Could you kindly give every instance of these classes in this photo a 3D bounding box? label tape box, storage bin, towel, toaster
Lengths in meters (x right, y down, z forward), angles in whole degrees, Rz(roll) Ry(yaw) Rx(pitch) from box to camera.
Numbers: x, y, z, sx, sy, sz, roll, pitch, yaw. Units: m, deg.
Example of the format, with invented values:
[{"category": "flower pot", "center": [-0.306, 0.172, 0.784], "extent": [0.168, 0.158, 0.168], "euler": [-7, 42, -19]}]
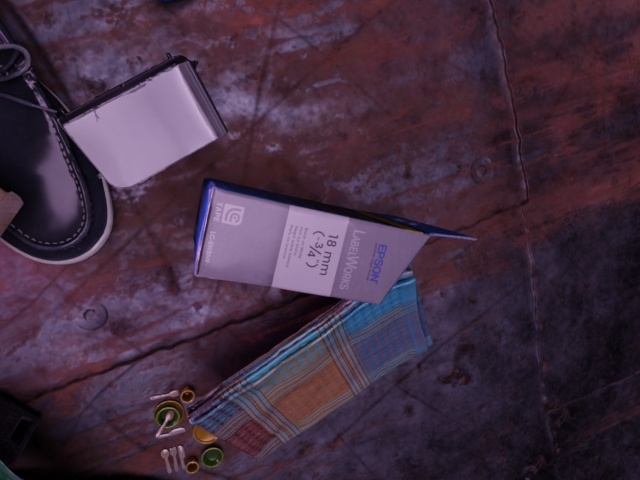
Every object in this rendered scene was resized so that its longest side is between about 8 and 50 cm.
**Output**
[{"category": "label tape box", "center": [0.000, 0.000, 0.637], "extent": [0.333, 0.240, 0.106], "euler": [10, 97, -17]}, {"category": "storage bin", "center": [-0.491, 0.312, 0.621], "extent": [0.084, 0.122, 0.180], "euler": [44, 87, -19]}, {"category": "towel", "center": [0.012, 0.206, 0.716], "extent": [0.370, 0.040, 0.271], "euler": [-34, 141, -7]}, {"category": "toaster", "center": [-0.212, -0.154, 0.590], "extent": [0.185, 0.168, 0.110], "euler": [-32, 110, -7]}]

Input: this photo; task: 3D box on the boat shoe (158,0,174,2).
[{"category": "boat shoe", "center": [-0.145, -0.416, 0.605], "extent": [0.089, 0.109, 0.258], "euler": [46, 70, -11]}]

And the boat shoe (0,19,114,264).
[{"category": "boat shoe", "center": [-0.423, -0.183, 0.532], "extent": [0.186, 0.156, 0.500], "euler": [-27, 108, -11]}]

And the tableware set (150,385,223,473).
[{"category": "tableware set", "center": [-0.215, 0.314, 0.751], "extent": [0.104, 0.024, 0.154], "euler": [-10, 102, -14]}]

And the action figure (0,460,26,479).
[{"category": "action figure", "center": [-0.385, 0.355, 0.569], "extent": [0.137, 0.063, 0.232], "euler": [-43, 117, -8]}]

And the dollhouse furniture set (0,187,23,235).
[{"category": "dollhouse furniture set", "center": [-0.495, 0.063, 0.358], "extent": [0.256, 0.362, 0.394], "euler": [43, 45, -36]}]
